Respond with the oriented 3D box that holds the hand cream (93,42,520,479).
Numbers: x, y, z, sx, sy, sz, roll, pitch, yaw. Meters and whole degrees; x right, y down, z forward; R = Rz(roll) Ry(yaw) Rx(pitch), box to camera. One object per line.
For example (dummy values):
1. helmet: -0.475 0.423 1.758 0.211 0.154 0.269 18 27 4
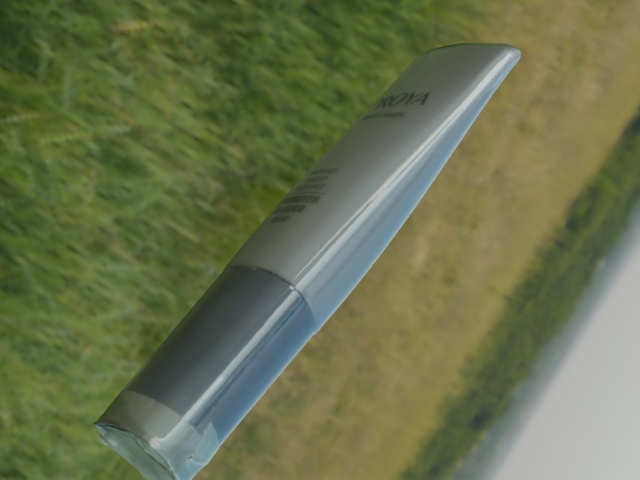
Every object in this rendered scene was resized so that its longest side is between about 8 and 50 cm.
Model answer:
1. hand cream: 0.000 0.000 0.699 0.079 0.048 0.255 5 -129 53
